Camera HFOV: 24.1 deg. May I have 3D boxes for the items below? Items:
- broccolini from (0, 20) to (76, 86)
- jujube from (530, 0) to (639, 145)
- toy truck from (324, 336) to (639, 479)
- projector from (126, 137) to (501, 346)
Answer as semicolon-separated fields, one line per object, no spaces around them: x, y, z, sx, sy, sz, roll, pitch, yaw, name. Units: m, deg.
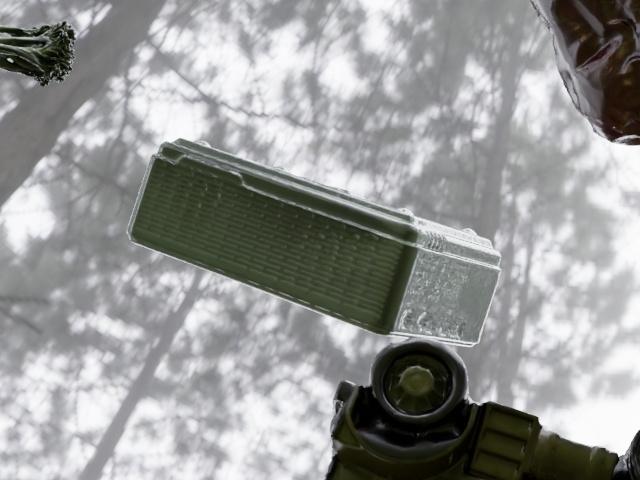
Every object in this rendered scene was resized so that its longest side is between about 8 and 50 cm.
-0.297;-0.163;1.277;0.067;0.216;0.058;-9;-93;36;broccolini
0.131;-0.102;0.659;0.077;0.129;0.077;-7;-26;-4;jujube
0.119;0.148;0.716;0.257;0.127;0.127;20;-27;14;toy truck
0.000;0.000;1.220;0.257;0.192;0.099;19;-89;30;projector
